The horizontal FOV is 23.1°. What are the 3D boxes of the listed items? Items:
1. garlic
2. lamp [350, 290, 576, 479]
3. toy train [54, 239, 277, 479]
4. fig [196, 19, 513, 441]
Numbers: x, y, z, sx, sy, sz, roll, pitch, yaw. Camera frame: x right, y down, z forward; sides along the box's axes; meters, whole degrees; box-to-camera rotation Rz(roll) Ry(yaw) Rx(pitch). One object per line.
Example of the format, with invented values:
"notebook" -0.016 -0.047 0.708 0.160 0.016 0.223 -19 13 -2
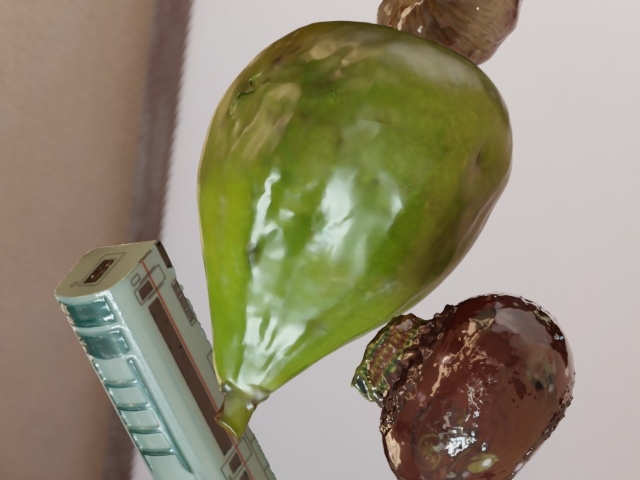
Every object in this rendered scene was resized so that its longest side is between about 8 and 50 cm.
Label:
"garlic" 0.123 -0.218 1.428 0.102 0.147 0.159 30 90 -37
"lamp" 0.094 0.101 1.066 0.157 0.135 0.156 -53 175 28
"toy train" -0.116 0.192 1.445 0.088 0.086 0.407 -56 130 -48
"fig" -0.007 -0.030 1.195 0.314 0.233 0.233 -40 158 -15
